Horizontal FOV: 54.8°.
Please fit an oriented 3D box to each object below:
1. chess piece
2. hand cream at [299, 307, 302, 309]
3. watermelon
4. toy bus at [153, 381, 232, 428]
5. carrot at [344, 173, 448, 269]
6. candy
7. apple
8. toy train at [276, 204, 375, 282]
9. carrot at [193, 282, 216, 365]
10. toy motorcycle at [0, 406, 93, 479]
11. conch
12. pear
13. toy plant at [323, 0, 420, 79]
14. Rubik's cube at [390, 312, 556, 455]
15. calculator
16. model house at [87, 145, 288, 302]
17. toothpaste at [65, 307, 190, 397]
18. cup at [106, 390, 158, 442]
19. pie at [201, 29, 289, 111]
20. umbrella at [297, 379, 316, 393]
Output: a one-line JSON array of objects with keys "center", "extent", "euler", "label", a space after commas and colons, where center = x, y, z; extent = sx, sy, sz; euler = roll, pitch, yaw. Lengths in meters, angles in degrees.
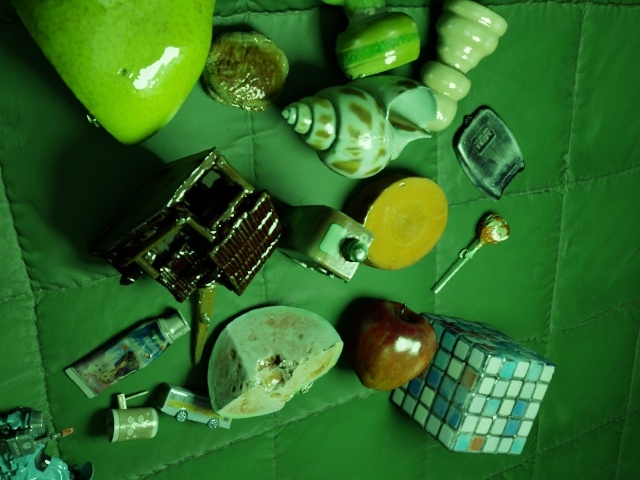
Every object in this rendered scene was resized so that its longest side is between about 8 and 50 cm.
[{"center": [0.307, -0.407, 1.478], "extent": [0.166, 0.167, 0.300], "euler": [17, 105, -33], "label": "chess piece"}, {"center": [-0.084, 0.277, 1.555], "extent": [0.216, 0.038, 0.052], "euler": [-59, 151, -4], "label": "hand cream"}, {"center": [-0.118, 0.283, 1.472], "extent": [0.321, 0.188, 0.175], "euler": [-19, 142, -11], "label": "watermelon"}, {"center": [-0.294, 0.391, 1.457], "extent": [0.190, 0.064, 0.075], "euler": [24, 82, -34], "label": "toy bus"}, {"center": [0.201, -0.044, 1.564], "extent": [0.307, 0.100, 0.259], "euler": [-7, 113, -29], "label": "carrot"}, {"center": [0.421, 0.045, 1.738], "extent": [0.084, 0.078, 0.288], "euler": [43, 87, -16], "label": "candy"}, {"center": [0.172, 0.262, 1.585], "extent": [0.233, 0.234, 0.234], "euler": [-10, 111, -26], "label": "apple"}, {"center": [0.000, 0.000, 1.340], "extent": [0.159, 0.326, 0.129], "euler": [31, 83, -18], "label": "toy train"}, {"center": [-0.269, 0.176, 1.410], "extent": [0.049, 0.049, 0.255], "euler": [-1, 112, -29], "label": "carrot"}, {"center": [-0.580, 0.469, 1.288], "extent": [0.181, 0.123, 0.272], "euler": [-14, 114, -14], "label": "toy motorcycle"}, {"center": [0.091, -0.258, 1.346], "extent": [0.368, 0.197, 0.249], "euler": [-19, 147, -53], "label": "conch"}, {"center": [-0.316, -0.369, 1.079], "extent": [0.318, 0.238, 0.343], "euler": [-35, 121, -5], "label": "pear"}, {"center": [0.095, -0.518, 1.305], "extent": [0.224, 0.184, 0.316], "euler": [-20, 106, -2], "label": "toy plant"}, {"center": [0.420, 0.398, 1.726], "extent": [0.291, 0.287, 0.293], "euler": [12, 100, -31], "label": "Rubik's cube"}, {"center": [0.460, -0.238, 1.682], "extent": [0.177, 0.040, 0.268], "euler": [-50, 119, -8], "label": "calculator"}, {"center": [-0.236, 0.013, 1.218], "extent": [0.282, 0.297, 0.317], "euler": [44, 81, -27], "label": "model house"}, {"center": [-0.411, 0.243, 1.348], "extent": [0.266, 0.061, 0.096], "euler": [-32, 121, -9], "label": "toothpaste"}, {"center": [-0.424, 0.398, 1.390], "extent": [0.099, 0.102, 0.074], "euler": [5, 143, -32], "label": "cup"}, {"center": [-0.153, -0.348, 1.272], "extent": [0.193, 0.079, 0.163], "euler": [-1, 104, -30], "label": "pie"}, {"center": [-0.030, 0.374, 1.625], "extent": [0.083, 0.020, 0.031], "euler": [-37, 82, -14], "label": "umbrella"}]
